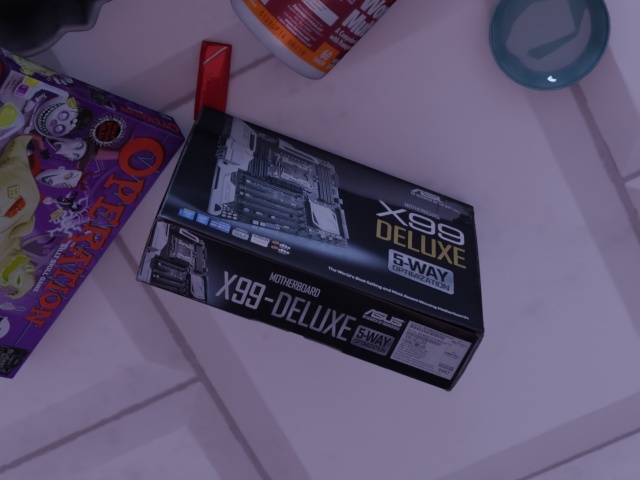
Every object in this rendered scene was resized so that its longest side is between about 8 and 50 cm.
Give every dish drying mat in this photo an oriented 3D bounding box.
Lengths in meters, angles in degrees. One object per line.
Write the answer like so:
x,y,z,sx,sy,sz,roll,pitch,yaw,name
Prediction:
-0.110,-0.160,1.209,0.032,0.008,0.083,7,111,-3,dish drying mat

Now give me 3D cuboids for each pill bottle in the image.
0.029,-0.266,1.106,0.121,0.121,0.221,41,106,-14,pill bottle

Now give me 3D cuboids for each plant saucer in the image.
0.226,-0.209,1.178,0.119,0.021,0.119,0,111,1,plant saucer

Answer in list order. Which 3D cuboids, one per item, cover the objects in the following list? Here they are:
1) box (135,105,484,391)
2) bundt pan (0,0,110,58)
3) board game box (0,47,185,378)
0.000,0.000,1.141,0.308,0.242,0.076,20,120,-6,box
-0.312,-0.332,1.057,0.331,0.124,0.330,-6,123,-9,bundt pan
-0.313,-0.011,1.189,0.208,0.056,0.347,16,119,-47,board game box
